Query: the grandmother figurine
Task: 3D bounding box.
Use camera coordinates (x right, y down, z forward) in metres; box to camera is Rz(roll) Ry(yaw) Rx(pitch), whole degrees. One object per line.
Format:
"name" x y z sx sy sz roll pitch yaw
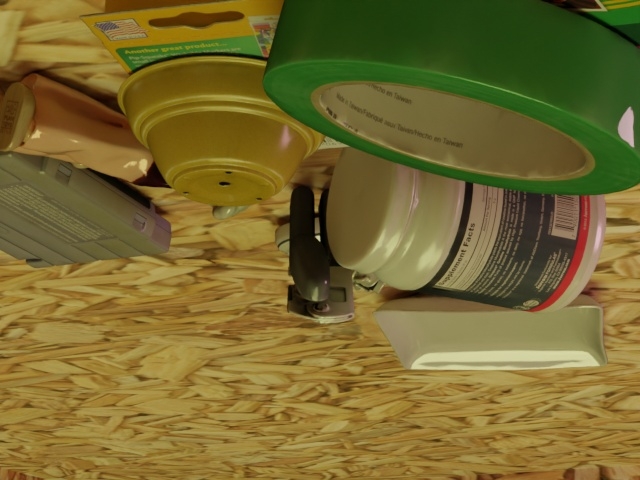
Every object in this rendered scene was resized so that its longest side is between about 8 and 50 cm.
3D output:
"grandmother figurine" -0.203 -0.099 1.640 0.342 0.104 0.208 14 -175 -37

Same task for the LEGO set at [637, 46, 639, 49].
"LEGO set" 0.349 -0.122 1.302 0.107 0.132 0.287 -32 115 28

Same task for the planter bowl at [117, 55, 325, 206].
"planter bowl" -0.090 -0.090 1.403 0.217 0.090 0.217 2 160 1

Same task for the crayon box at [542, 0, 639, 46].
"crayon box" 0.088 -0.269 0.996 0.313 0.106 0.363 11 164 23

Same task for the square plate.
"square plate" 0.278 0.143 2.321 0.344 0.049 0.347 -2 160 12

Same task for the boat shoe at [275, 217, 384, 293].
"boat shoe" 0.070 0.029 1.965 0.267 0.088 0.096 8 160 -16

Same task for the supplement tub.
"supplement tub" 0.163 -0.028 1.642 0.272 0.191 0.191 11 159 -23

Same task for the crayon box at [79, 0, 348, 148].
"crayon box" -0.072 -0.182 1.398 0.203 0.083 0.323 -3 160 15

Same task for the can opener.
"can opener" 0.000 0.000 1.717 0.076 0.283 0.095 4 121 -3

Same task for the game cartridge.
"game cartridge" -0.366 -0.052 1.834 0.230 0.068 0.355 -11 157 22

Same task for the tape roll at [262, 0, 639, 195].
"tape roll" 0.115 -0.121 1.194 0.321 0.077 0.321 15 172 2
